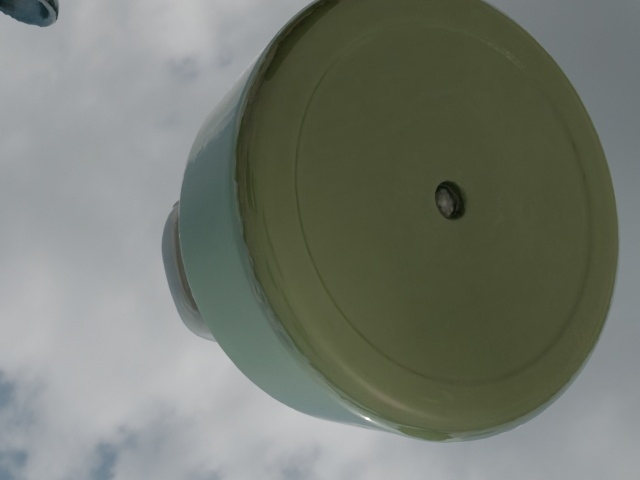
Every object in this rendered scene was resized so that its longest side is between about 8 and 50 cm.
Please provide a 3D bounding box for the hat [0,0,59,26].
[{"bbox_3d":[-0.171,-0.134,0.449,0.078,0.138,0.191,-37,-114,7],"label":"hat"}]

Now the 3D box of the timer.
[{"bbox_3d":[0.000,0.000,0.902,0.291,0.315,0.290,7,-103,-31],"label":"timer"}]
